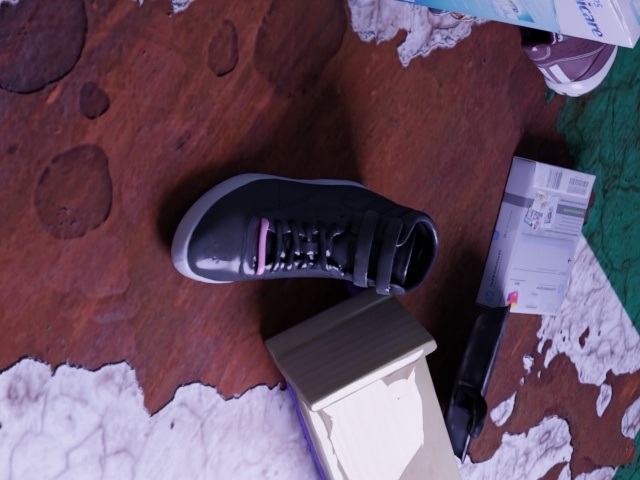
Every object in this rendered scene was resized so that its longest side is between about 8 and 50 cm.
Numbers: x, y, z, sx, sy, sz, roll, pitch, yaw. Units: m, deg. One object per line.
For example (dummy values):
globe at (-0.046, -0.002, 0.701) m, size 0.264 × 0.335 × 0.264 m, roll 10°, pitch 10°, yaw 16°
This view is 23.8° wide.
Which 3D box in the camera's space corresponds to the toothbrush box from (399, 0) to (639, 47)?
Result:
toothbrush box at (0.209, -0.330, 1.473) m, size 0.216 × 0.295 × 0.126 m, roll -60°, pitch 139°, yaw -15°

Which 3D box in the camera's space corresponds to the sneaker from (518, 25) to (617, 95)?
sneaker at (0.313, -0.319, 1.754) m, size 0.162 × 0.106 × 0.281 m, roll 29°, pitch 82°, yaw -47°

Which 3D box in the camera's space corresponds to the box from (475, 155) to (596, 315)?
box at (0.268, -0.003, 1.872) m, size 0.145 × 0.038 × 0.186 m, roll 7°, pitch 98°, yaw -50°

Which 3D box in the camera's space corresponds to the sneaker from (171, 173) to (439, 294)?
sneaker at (0.000, 0.000, 1.474) m, size 0.296 × 0.147 × 0.104 m, roll -8°, pitch 112°, yaw -47°

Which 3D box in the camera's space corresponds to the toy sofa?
toy sofa at (0.059, 0.220, 1.654) m, size 0.150 × 0.177 × 0.362 m, roll -27°, pitch 127°, yaw -11°

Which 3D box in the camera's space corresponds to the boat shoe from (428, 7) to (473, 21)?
boat shoe at (0.162, -0.259, 1.644) m, size 0.137 × 0.049 × 0.043 m, roll -27°, pitch 126°, yaw -46°

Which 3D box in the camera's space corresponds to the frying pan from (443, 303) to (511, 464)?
frying pan at (0.167, 0.194, 1.726) m, size 0.326 × 0.053 × 0.197 m, roll -58°, pitch 162°, yaw -58°
